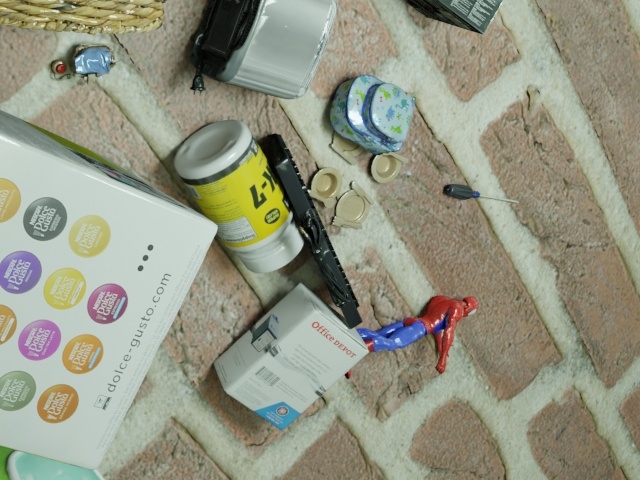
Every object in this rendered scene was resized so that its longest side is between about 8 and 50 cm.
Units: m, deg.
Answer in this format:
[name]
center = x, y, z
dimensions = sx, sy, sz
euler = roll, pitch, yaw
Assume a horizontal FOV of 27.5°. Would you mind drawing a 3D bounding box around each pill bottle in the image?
[pill bottle]
center = -0.111, -0.060, 1.876
dimensions = 0.119, 0.119, 0.208
euler = -40, 125, -14

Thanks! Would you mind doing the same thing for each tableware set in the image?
[tableware set]
center = 0.053, -0.103, 2.025
dimensions = 0.141, 0.020, 0.168
euler = 31, 90, -37

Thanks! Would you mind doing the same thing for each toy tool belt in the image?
[toy tool belt]
center = -0.309, -0.232, 1.725
dimensions = 0.083, 0.051, 0.052
euler = -17, 116, -26

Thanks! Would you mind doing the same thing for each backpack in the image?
[backpack]
center = 0.080, -0.194, 1.960
dimensions = 0.114, 0.084, 0.105
euler = 23, 72, -28

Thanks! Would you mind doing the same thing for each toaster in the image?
[toaster]
center = -0.077, -0.288, 1.804
dimensions = 0.146, 0.129, 0.226
euler = 14, 99, -38

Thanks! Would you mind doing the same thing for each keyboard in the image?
[keyboard]
center = 0.000, 0.000, 1.925
dimensions = 0.033, 0.201, 0.317
euler = -22, 123, 5

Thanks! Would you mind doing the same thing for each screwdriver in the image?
[screwdriver]
center = 0.274, -0.076, 2.176
dimensions = 0.170, 0.024, 0.025
euler = 4, 135, -35

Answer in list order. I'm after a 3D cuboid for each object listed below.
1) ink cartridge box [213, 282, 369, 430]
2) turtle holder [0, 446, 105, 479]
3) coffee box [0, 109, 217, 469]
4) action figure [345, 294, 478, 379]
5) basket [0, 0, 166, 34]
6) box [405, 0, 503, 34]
[ink cartridge box]
center = -0.045, 0.180, 2.006
dimensions = 0.191, 0.082, 0.140
euler = -44, 127, 8
[turtle holder]
center = -0.386, 0.419, 1.819
dimensions = 0.243, 0.227, 0.320
euler = -42, 125, -13
[coffee box]
center = -0.398, 0.028, 1.591
dimensions = 0.334, 0.338, 0.337
euler = 24, 94, -36
[action figure]
center = 0.151, 0.181, 2.156
dimensions = 0.280, 0.091, 0.139
euler = -24, 113, -22
[basket]
center = -0.325, -0.376, 1.549
dimensions = 0.299, 0.213, 0.223
euler = -1, 115, -32
[box]
center = 0.157, -0.387, 1.902
dimensions = 0.180, 0.147, 0.077
euler = 28, 92, -36
